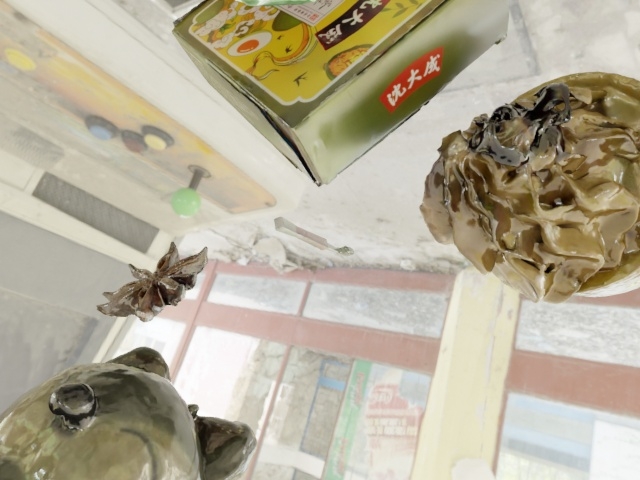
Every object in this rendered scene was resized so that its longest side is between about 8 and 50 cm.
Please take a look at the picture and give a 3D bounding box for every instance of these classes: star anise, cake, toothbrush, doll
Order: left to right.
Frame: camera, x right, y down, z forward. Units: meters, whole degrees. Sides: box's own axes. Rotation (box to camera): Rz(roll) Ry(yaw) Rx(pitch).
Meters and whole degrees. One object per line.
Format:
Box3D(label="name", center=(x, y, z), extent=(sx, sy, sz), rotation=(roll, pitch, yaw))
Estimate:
Box3D(label="doll", center=(-0.276, 0.291, 0.474), extent=(0.252, 0.382, 0.378), rotation=(45, 125, 15))
Box3D(label="star anise", center=(-0.195, 0.054, 0.546), extent=(0.141, 0.141, 0.042), rotation=(3, 125, 36))
Box3D(label="toothbrush", center=(-0.002, 0.001, 0.569), extent=(0.017, 0.014, 0.194), rotation=(-20, 160, 23))
Box3D(label="cake", center=(0.318, -0.083, 0.639), extent=(0.321, 0.332, 0.332), rotation=(8, 171, -40))

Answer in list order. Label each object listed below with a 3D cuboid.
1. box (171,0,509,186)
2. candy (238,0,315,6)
Box3D(label="box", center=(0.009, -0.337, 0.745), extent=(0.420, 0.373, 0.138), rotation=(47, 174, 36))
Box3D(label="candy", center=(-0.156, -0.166, 0.198), extent=(0.440, 0.119, 0.119), rotation=(-17, -179, -32))
